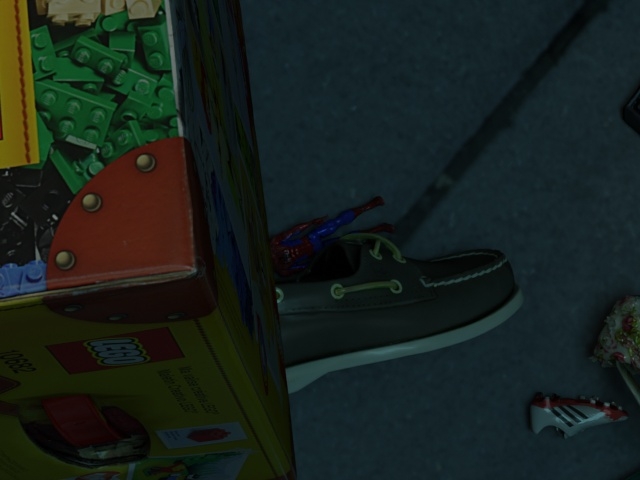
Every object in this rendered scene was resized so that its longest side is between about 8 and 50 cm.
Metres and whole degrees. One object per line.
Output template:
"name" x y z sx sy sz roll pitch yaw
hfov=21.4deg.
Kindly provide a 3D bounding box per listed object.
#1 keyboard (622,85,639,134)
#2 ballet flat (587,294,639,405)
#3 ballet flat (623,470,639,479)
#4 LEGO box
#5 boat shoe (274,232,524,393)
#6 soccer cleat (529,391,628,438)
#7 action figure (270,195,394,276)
"keyboard" 0.345 -0.091 1.412 0.180 0.023 0.108 39 79 -15
"ballet flat" 0.309 0.139 1.329 0.077 0.091 0.241 -47 60 3
"ballet flat" 0.245 0.254 1.352 0.316 0.107 0.106 -16 115 -12
"LEGO box" -0.144 -0.070 0.934 0.193 0.500 0.372 -8 72 1
"boat shoe" 0.019 0.045 1.246 0.305 0.109 0.091 -15 99 -28
"soccer cleat" 0.208 0.144 1.367 0.083 0.029 0.035 7 97 -14
"action figure" 0.000 0.000 1.300 0.115 0.030 0.038 -23 102 -14
